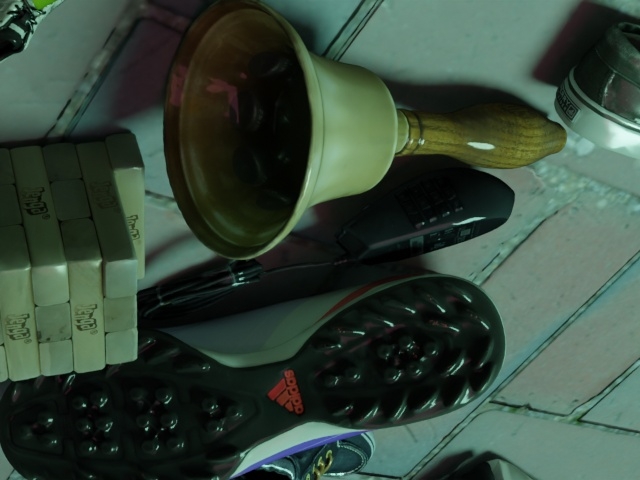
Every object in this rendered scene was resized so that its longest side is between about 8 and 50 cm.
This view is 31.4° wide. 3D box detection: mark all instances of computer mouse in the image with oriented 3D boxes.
[{"bbox_3d":[0.000,0.000,0.695,0.242,0.041,0.071,-15,169,-1],"label":"computer mouse"}]

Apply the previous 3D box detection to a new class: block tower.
[{"bbox_3d":[-0.249,0.023,0.561,0.336,0.097,0.091,-8,139,-18],"label":"block tower"}]

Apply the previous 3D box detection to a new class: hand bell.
[{"bbox_3d":[0.051,-0.059,0.619,0.242,0.126,0.126,-4,138,-38],"label":"hand bell"}]

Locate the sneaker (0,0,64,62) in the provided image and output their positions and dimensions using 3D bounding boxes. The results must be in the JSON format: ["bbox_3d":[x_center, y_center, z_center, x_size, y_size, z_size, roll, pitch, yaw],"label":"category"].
[{"bbox_3d":[-0.134,-0.104,0.516,0.083,0.037,0.032,-39,135,17],"label":"sneaker"}]

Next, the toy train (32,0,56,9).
[{"bbox_3d":[-0.054,-0.126,0.421,0.143,0.105,0.248,-21,180,-2],"label":"toy train"}]

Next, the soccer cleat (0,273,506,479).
[{"bbox_3d":[-0.042,0.092,0.727,0.318,0.108,0.116,-14,178,2],"label":"soccer cleat"}]

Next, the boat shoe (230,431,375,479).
[{"bbox_3d":[-0.020,0.159,0.819,0.065,0.083,0.183,-43,136,22],"label":"boat shoe"}]

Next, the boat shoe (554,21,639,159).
[{"bbox_3d":[0.247,-0.080,0.682,0.219,0.077,0.070,7,133,-28],"label":"boat shoe"}]

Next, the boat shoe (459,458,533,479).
[{"bbox_3d":[0.180,0.318,1.069,0.158,0.127,0.340,-32,131,21],"label":"boat shoe"}]
